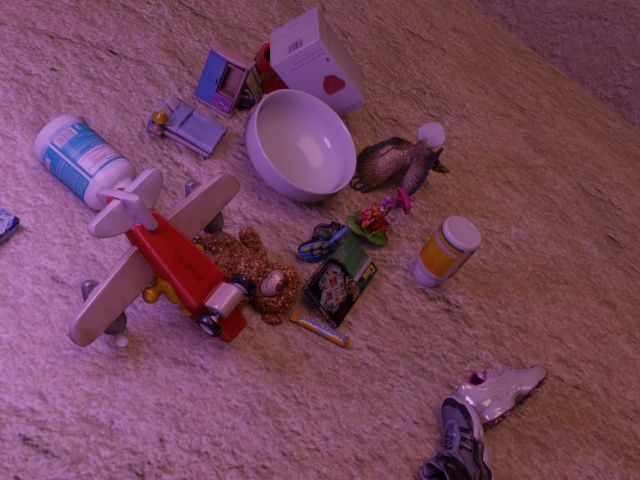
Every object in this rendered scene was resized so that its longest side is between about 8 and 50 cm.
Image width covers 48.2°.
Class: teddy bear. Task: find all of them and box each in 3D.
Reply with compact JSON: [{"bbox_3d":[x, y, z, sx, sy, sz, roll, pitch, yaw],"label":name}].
[{"bbox_3d":[-0.204,0.065,1.731,0.338,0.113,0.245,41,47,10],"label":"teddy bear"}]

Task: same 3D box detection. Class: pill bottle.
[{"bbox_3d":[0.345,0.038,1.990,0.117,0.208,0.117,15,46,-17],"label":"pill bottle"},{"bbox_3d":[-0.548,-0.171,1.721,0.264,0.146,0.146,41,44,8],"label":"pill bottle"}]

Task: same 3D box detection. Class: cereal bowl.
[{"bbox_3d":[-0.070,-0.253,2.042,0.339,0.141,0.339,16,58,-27],"label":"cereal bowl"}]

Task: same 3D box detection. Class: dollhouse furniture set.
[{"bbox_3d":[-0.287,-0.369,2.008,0.286,0.198,0.303,30,44,-2],"label":"dollhouse furniture set"}]

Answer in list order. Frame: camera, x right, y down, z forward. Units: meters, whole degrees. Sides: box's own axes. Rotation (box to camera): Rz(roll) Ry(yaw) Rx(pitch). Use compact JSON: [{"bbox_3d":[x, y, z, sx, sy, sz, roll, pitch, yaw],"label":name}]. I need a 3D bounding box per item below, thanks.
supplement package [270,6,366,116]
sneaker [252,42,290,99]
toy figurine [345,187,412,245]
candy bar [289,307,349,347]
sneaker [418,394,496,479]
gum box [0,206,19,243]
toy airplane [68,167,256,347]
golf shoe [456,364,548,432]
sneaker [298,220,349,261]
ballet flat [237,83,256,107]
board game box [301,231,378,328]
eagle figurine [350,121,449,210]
[{"bbox_3d":[-0.005,-0.537,2.238,0.293,0.177,0.175,44,30,-42],"label":"supplement package"},{"bbox_3d":[-0.143,-0.522,2.282,0.107,0.118,0.279,-7,55,-32],"label":"sneaker"},{"bbox_3d":[0.178,-0.085,2.008,0.173,0.159,0.130,9,45,-49],"label":"toy figurine"},{"bbox_3d":[0.000,0.218,1.774,0.161,0.018,0.040,28,44,-3],"label":"candy bar"},{"bbox_3d":[0.299,0.480,1.644,0.153,0.101,0.268,8,51,-27],"label":"sneaker"},{"bbox_3d":[-0.781,-0.040,1.548,0.184,0.041,0.157,31,43,0],"label":"gum box"},{"bbox_3d":[-0.346,0.034,1.537,0.386,0.272,0.384,1,84,-32],"label":"toy airplane"},{"bbox_3d":[0.470,0.369,1.838,0.306,0.115,0.140,-20,60,-41],"label":"golf shoe"},{"bbox_3d":[0.000,0.000,1.946,0.078,0.067,0.188,31,41,26],"label":"sneaker"},{"bbox_3d":[-0.268,-0.491,2.223,0.074,0.074,0.203,-10,60,-35],"label":"ballet flat"},{"bbox_3d":[0.056,0.100,1.868,0.136,0.030,0.260,52,42,-11],"label":"board game box"},{"bbox_3d":[0.267,-0.220,2.198,0.298,0.226,0.225,-18,83,-45],"label":"eagle figurine"}]
